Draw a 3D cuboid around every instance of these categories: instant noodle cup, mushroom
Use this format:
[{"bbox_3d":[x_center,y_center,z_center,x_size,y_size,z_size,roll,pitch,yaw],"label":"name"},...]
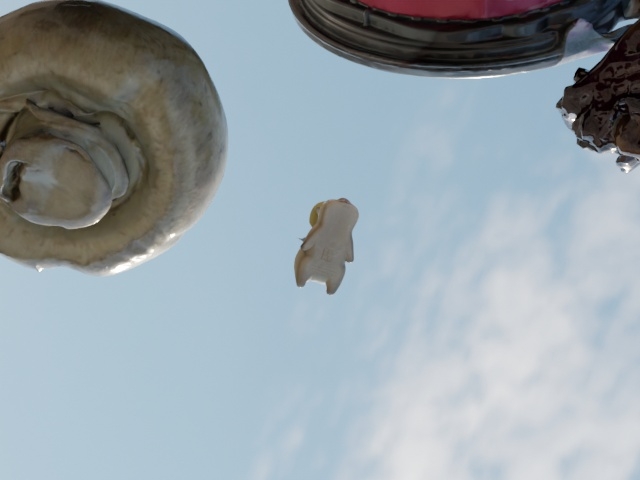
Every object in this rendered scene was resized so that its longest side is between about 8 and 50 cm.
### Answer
[{"bbox_3d":[0.099,-0.252,1.291,0.258,0.303,0.181,-66,157,-52],"label":"instant noodle cup"},{"bbox_3d":[-0.135,-0.053,1.024,0.166,0.166,0.127,-51,-165,35],"label":"mushroom"}]

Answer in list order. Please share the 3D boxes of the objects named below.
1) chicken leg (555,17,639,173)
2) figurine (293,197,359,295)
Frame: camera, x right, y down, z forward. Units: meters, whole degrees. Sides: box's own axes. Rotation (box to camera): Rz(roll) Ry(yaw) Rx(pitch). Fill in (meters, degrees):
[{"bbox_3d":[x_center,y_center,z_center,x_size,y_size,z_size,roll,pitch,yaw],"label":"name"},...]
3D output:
[{"bbox_3d":[0.315,-0.151,0.994,0.407,0.096,0.158,-21,-151,19],"label":"chicken leg"},{"bbox_3d":[0.000,0.000,1.498,0.083,0.047,0.050,-67,-154,7],"label":"figurine"}]
